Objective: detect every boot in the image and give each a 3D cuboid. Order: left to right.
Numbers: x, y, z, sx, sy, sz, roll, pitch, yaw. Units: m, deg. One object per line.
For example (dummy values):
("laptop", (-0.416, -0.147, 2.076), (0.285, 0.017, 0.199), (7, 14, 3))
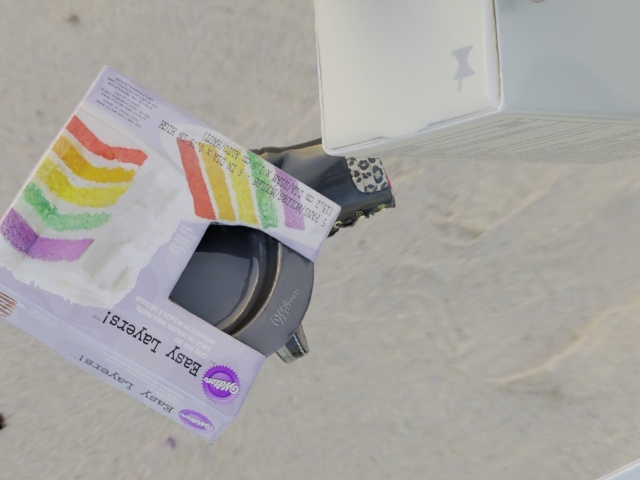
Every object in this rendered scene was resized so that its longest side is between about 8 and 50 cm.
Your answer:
("boot", (0.000, -0.001, 1.407), (0.178, 0.085, 0.236), (-17, 96, 3))

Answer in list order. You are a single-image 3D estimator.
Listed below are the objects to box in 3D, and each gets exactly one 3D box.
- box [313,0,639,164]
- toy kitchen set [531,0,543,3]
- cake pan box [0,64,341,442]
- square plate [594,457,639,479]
("box", (0.130, -0.117, 0.768), (0.232, 0.148, 0.127), (0, 84, -37))
("toy kitchen set", (0.080, -0.200, 0.714), (0.122, 0.207, 0.166), (34, 75, -8))
("cake pan box", (-0.138, 0.011, 1.162), (0.267, 0.070, 0.246), (32, 60, -7))
("square plate", (0.379, 0.429, 1.532), (0.344, 0.049, 0.347), (-33, 89, 31))
